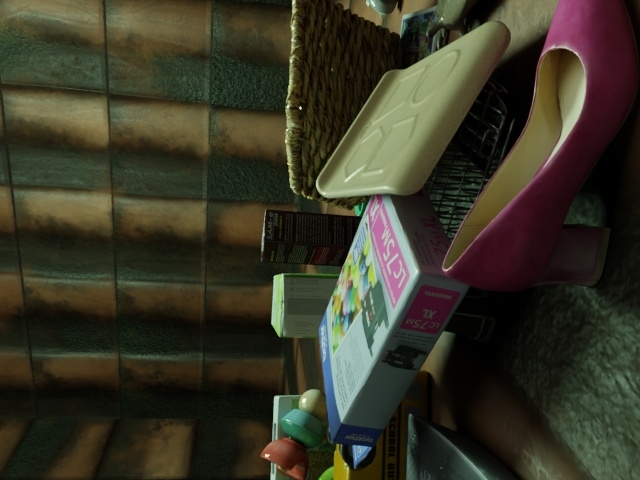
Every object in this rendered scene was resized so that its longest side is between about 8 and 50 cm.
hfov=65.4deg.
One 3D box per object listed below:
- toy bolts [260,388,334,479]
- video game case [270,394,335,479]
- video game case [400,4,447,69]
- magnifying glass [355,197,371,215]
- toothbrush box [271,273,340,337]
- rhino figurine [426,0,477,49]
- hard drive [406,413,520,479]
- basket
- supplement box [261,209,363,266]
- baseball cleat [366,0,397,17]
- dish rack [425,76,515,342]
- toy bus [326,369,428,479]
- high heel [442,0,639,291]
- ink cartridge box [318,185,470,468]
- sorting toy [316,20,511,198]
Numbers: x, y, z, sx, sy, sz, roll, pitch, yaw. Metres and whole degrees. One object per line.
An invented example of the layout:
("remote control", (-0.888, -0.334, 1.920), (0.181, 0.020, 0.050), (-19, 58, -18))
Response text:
("toy bolts", (0.033, 0.380, 0.914), (0.159, 0.228, 0.218), (-60, -32, -29))
("video game case", (0.000, 0.412, 1.005), (0.023, 0.212, 0.194), (-17, 68, 56))
("video game case", (0.156, -0.277, 0.816), (0.201, 0.023, 0.184), (-105, 20, -69))
("magnifying glass", (0.107, -0.138, 1.101), (0.231, 0.026, 0.092), (107, 164, -57))
("toothbrush box", (0.007, 0.133, 1.047), (0.283, 0.206, 0.122), (141, 132, -80))
("rhino figurine", (0.168, -0.321, 0.565), (0.243, 0.073, 0.106), (103, 171, -57))
("hard drive", (0.148, 0.294, 0.516), (0.254, 0.054, 0.172), (159, 114, -81))
("basket", (-0.004, -0.223, 0.839), (0.213, 0.222, 0.300), (-28, 56, 52))
("supplement box", (0.000, 0.000, 1.028), (0.130, 0.239, 0.073), (114, 158, -68))
("baseball cleat", (0.125, -0.546, 0.971), (0.109, 0.072, 0.206), (126, 144, -63))
("dish rack", (0.155, -0.048, 0.566), (0.208, 0.074, 0.272), (-104, 21, -61))
("toy bus", (0.079, 0.352, 0.712), (0.108, 0.130, 0.333), (137, 136, -77))
("high heel", (0.157, -0.083, 0.378), (0.082, 0.117, 0.244), (-133, 47, -79))
("ink cartridge box", (0.058, 0.099, 0.582), (0.186, 0.065, 0.311), (-98, 20, -53))
("sorting toy", (0.090, -0.124, 0.538), (0.193, 0.038, 0.208), (-58, 22, -7))
